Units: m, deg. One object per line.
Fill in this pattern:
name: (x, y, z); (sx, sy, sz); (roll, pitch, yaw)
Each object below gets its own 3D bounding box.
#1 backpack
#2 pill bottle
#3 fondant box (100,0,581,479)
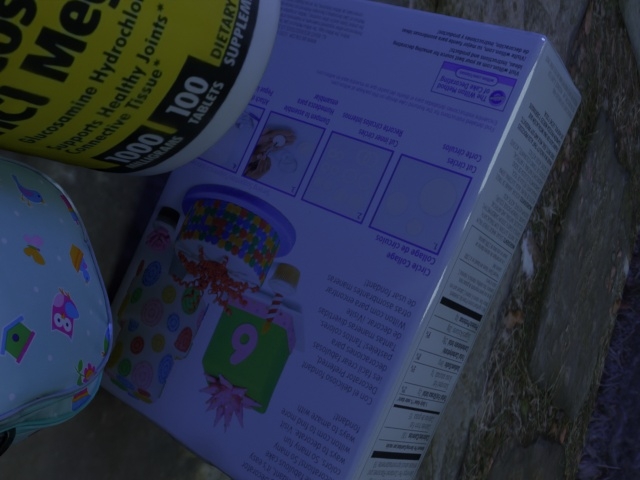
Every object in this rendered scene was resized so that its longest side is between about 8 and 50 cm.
backpack: (-0.192, 0.035, 0.408); (0.188, 0.144, 0.165); (6, 63, -78)
pill bottle: (-0.185, -0.145, 0.360); (0.334, 0.188, 0.187); (9, 90, -55)
fondant box: (0.000, 0.000, 0.568); (0.096, 0.238, 0.330); (28, 87, -56)
